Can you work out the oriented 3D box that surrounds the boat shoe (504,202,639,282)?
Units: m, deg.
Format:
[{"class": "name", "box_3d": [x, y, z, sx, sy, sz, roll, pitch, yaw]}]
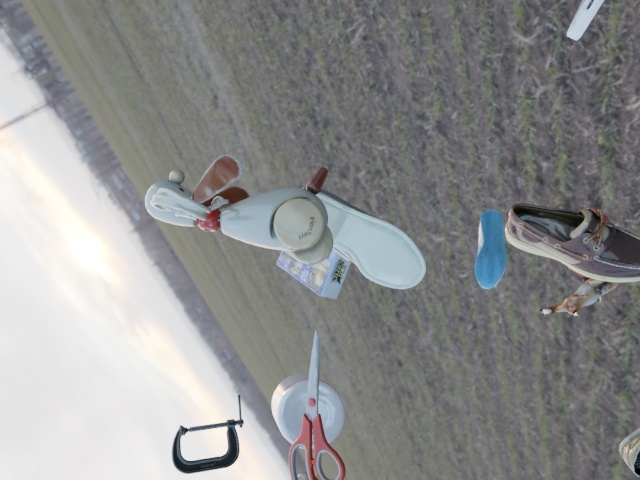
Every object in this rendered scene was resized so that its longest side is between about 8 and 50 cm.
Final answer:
[{"class": "boat shoe", "box_3d": [0.581, -0.009, 1.388, 0.342, 0.123, 0.123, 21, 156, 23]}]

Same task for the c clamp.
[{"class": "c clamp", "box_3d": [-0.230, 0.403, 1.287, 0.022, 0.160, 0.137, 145, 114, -63]}]

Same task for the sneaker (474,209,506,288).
[{"class": "sneaker", "box_3d": [0.493, 0.033, 1.800, 0.087, 0.229, 0.092, 5, 160, 19]}]

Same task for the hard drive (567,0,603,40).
[{"class": "hard drive", "box_3d": [0.720, -0.671, 1.574, 0.040, 0.307, 0.203, 28, 149, 8]}]

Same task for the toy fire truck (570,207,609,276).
[{"class": "toy fire truck", "box_3d": [0.807, 0.003, 1.887, 0.047, 0.192, 0.135, 30, -164, -17]}]

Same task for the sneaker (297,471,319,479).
[{"class": "sneaker", "box_3d": [-0.061, 0.631, 1.442, 0.121, 0.111, 0.300, 43, -165, -8]}]

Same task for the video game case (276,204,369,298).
[{"class": "video game case", "box_3d": [0.000, 0.000, 1.711, 0.061, 0.244, 0.269, 18, -173, -33]}]

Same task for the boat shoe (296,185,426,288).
[{"class": "boat shoe", "box_3d": [0.072, -0.013, 1.236, 0.319, 0.116, 0.099, 30, -167, -19]}]

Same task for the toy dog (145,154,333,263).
[{"class": "toy dog", "box_3d": [-0.116, -0.076, 1.066, 0.333, 0.161, 0.220, 19, 168, -14]}]

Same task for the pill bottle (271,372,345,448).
[{"class": "pill bottle", "box_3d": [-0.040, 0.418, 1.576, 0.160, 0.160, 0.283, 57, 169, 1]}]

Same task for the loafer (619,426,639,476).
[{"class": "loafer", "box_3d": [0.713, 0.395, 1.269, 0.094, 0.087, 0.251, 28, 119, 4]}]

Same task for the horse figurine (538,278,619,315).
[{"class": "horse figurine", "box_3d": [0.760, 0.145, 1.763, 0.066, 0.263, 0.174, 54, 176, 9]}]

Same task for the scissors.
[{"class": "scissors", "box_3d": [-0.025, 0.325, 1.183, 0.021, 0.109, 0.297, 24, -128, -65]}]

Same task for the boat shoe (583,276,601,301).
[{"class": "boat shoe", "box_3d": [0.836, 0.148, 1.923, 0.133, 0.042, 0.049, 49, -146, -44]}]
